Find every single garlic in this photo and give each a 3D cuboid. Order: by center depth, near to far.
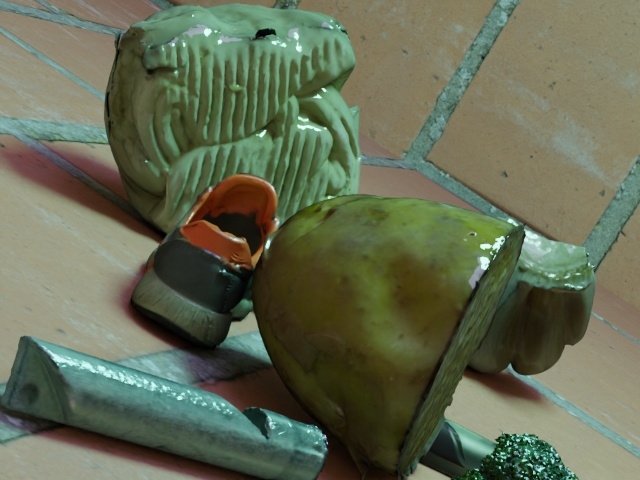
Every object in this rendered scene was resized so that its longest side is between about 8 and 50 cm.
[{"bbox_3d":[0.263,0.080,2.249,0.237,0.292,0.210,-5,56,-24],"label":"garlic"}]

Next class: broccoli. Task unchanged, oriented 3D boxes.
[{"bbox_3d":[0.159,0.254,1.348,0.156,0.195,0.195,-7,-10,29],"label":"broccoli"}]

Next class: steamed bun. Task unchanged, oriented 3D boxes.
[{"bbox_3d":[-0.125,-0.169,2.036,0.394,0.346,0.237,45,-6,-36],"label":"steamed bun"}]

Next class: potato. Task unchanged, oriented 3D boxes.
[{"bbox_3d":[0.038,0.068,1.604,0.237,0.301,0.289,25,-3,12],"label":"potato"}]

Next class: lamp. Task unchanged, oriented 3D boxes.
[{"bbox_3d":[0.155,0.172,1.826,0.203,0.124,0.283,38,11,-15],"label":"lamp"}]

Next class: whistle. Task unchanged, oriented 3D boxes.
[{"bbox_3d":[-0.125,0.147,1.325,0.312,0.062,0.062,22,14,-38],"label":"whistle"}]

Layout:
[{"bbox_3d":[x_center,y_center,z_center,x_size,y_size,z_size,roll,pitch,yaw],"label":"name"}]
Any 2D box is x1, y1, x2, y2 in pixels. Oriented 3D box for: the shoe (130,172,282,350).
[{"bbox_3d":[-0.107,-0.002,1.756,0.132,0.171,0.336,30,11,0],"label":"shoe"}]
